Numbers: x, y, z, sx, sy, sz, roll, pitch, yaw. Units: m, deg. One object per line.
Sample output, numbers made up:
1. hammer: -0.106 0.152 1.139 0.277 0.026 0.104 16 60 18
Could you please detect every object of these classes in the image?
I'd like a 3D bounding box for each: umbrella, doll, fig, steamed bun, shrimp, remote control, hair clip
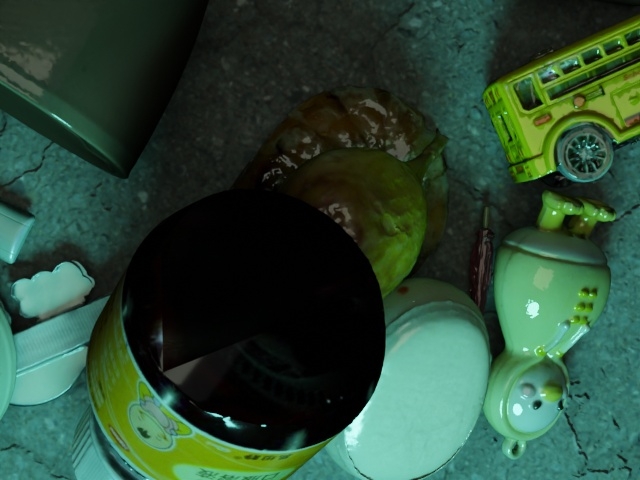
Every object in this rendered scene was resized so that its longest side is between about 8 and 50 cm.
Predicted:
1. umbrella: 0.180 0.044 1.203 0.027 0.025 0.165 5 93 -21
2. doll: 0.243 0.095 1.157 0.141 0.117 0.296 5 93 -39
3. fig: 0.056 -0.042 1.103 0.159 0.159 0.257 47 58 -1
4. steamed bun: 0.083 0.141 1.139 0.177 0.131 0.228 9 109 -24
5. shrimp: 0.000 0.000 1.180 0.233 0.071 0.365 35 84 -7
6. remote control: -0.401 -0.038 1.183 0.166 0.029 0.065 26 91 -1
7. hair clip: -0.311 0.108 1.179 0.220 0.054 0.140 -22 95 1

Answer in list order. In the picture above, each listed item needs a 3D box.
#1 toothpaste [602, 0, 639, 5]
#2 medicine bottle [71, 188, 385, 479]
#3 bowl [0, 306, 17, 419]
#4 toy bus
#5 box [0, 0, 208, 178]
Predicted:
1. toothpaste: 0.261 -0.302 1.194 0.268 0.047 0.069 10 101 1
2. medicine bottle: -0.105 0.140 1.015 0.242 0.395 0.242 10 57 -16
3. bowl: -0.463 0.143 1.091 0.277 0.145 0.277 0 106 0
4. toy bus: 0.349 -0.172 1.147 0.330 0.144 0.152 -24 90 0
5. box: -0.256 -0.224 1.060 0.301 0.301 0.216 31 85 -2
